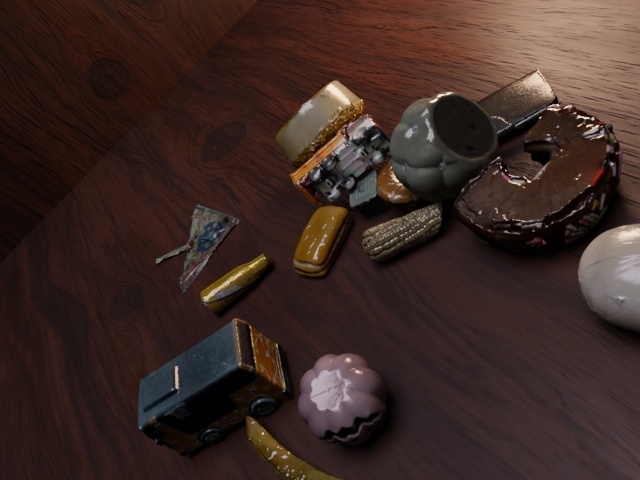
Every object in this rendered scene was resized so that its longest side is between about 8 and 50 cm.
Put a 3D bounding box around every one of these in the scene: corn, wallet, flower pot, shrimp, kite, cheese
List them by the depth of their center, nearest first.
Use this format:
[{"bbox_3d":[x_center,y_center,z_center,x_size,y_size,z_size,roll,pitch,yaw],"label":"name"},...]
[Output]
[{"bbox_3d":[0.525,0.061,0.978,0.188,0.154,0.198,-2,54,47],"label":"cheese"},{"bbox_3d":[0.275,-0.209,1.359,0.195,0.246,0.246,-45,21,60],"label":"flower pot"},{"bbox_3d":[0.198,-0.016,1.399,0.210,0.087,0.087,-22,43,16],"label":"corn"},{"bbox_3d":[0.421,-0.303,1.487,0.317,0.045,0.173,-28,39,21],"label":"wallet"},{"bbox_3d":[0.238,-0.188,1.517,0.152,0.063,0.287,6,47,26],"label":"shrimp"},{"bbox_3d":[-0.410,0.005,1.960,0.368,0.014,0.406,-25,42,22],"label":"kite"}]

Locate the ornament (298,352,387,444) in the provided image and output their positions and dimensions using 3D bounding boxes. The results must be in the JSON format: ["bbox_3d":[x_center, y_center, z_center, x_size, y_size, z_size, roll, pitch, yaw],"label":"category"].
[{"bbox_3d":[0.048,0.314,1.175,0.177,0.177,0.178,-24,43,24],"label":"ornament"}]

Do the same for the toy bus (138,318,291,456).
[{"bbox_3d":[-0.251,0.340,1.370,0.323,0.194,0.162,-33,41,13],"label":"toy bus"}]

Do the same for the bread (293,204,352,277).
[{"bbox_3d":[0.000,0.000,1.563,0.115,0.077,0.201,10,63,37],"label":"bread"}]

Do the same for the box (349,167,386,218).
[{"bbox_3d":[0.127,-0.121,1.560,0.084,0.069,0.122,-24,42,26],"label":"box"}]

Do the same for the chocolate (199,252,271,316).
[{"bbox_3d":[-0.231,0.111,1.657,0.219,0.086,0.086,-39,39,4],"label":"chocolate"}]

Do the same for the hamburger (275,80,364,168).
[{"bbox_3d":[0.006,-0.324,1.726,0.276,0.179,0.294,-45,9,-2],"label":"hamburger"}]

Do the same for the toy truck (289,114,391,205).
[{"bbox_3d":[0.056,-0.208,1.565,0.270,0.114,0.135,-39,30,12],"label":"toy truck"}]

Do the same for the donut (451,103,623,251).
[{"bbox_3d":[0.465,-0.113,1.207,0.345,0.136,0.259,-48,40,-4],"label":"donut"}]

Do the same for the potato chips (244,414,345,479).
[{"bbox_3d":[-0.035,0.455,1.185,0.406,0.057,0.080,11,57,45],"label":"potato chips"}]
